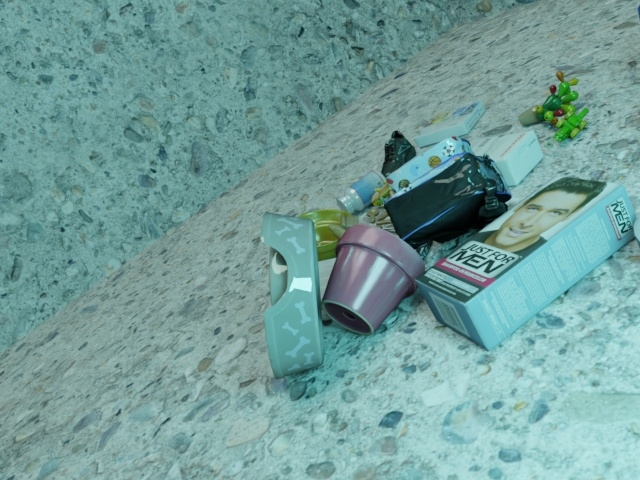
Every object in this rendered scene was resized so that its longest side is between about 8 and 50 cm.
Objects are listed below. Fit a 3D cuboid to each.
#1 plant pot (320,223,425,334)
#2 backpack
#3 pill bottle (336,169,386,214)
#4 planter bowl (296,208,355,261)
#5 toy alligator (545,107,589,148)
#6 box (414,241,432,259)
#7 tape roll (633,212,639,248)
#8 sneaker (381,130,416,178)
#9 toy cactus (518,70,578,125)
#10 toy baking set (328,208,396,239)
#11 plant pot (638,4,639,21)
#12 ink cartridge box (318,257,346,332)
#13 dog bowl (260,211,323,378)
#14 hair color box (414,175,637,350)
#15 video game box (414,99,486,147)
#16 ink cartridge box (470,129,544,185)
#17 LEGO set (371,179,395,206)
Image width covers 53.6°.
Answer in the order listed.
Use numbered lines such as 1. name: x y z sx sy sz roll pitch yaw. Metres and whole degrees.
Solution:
1. plant pot: 0.098 0.094 1.365 0.201 0.201 0.180 -1 50 54
2. backpack: 0.291 -0.100 1.423 0.276 0.213 0.263 -27 -20 31
3. pill bottle: 0.133 -0.149 2.013 0.160 0.087 0.087 -36 20 -14
4. planter bowl: 0.000 0.000 1.811 0.217 0.091 0.217 -9 30 5
5. toy alligator: 0.643 -0.285 1.670 0.189 0.056 0.051 -40 -20 -21
6. box: 0.235 0.025 1.557 0.067 0.018 0.083 -17 24 35
7. tape roll: 0.630 -0.019 1.020 0.219 0.072 0.219 -27 21 11
8. sneaker: 0.243 -0.279 2.143 0.101 0.106 0.267 -17 25 30
9. toy cactus: 0.659 -0.393 1.848 0.180 0.112 0.219 -25 27 44
10. toy baking set: 0.142 -0.035 1.692 0.196 0.030 0.256 -22 30 -16
11. plant pot: 0.949 -0.515 1.523 0.235 0.236 0.212 -34 27 -7
12. ink cartridge box: 0.039 0.140 1.550 0.189 0.066 0.233 -14 47 39
13. dog bowl: -0.053 0.110 1.330 0.102 0.349 0.349 -4 22 1
14. hair color box: 0.386 0.029 1.194 0.374 0.114 0.185 -34 20 -11
15. video game box: 0.456 -0.409 2.231 0.205 0.048 0.187 -10 30 44
16. ink cartridge box: 0.463 -0.211 1.689 0.148 0.086 0.203 -42 23 -27
17. LEGO set: 0.248 -0.127 1.837 0.286 0.107 0.132 -21 -13 38
